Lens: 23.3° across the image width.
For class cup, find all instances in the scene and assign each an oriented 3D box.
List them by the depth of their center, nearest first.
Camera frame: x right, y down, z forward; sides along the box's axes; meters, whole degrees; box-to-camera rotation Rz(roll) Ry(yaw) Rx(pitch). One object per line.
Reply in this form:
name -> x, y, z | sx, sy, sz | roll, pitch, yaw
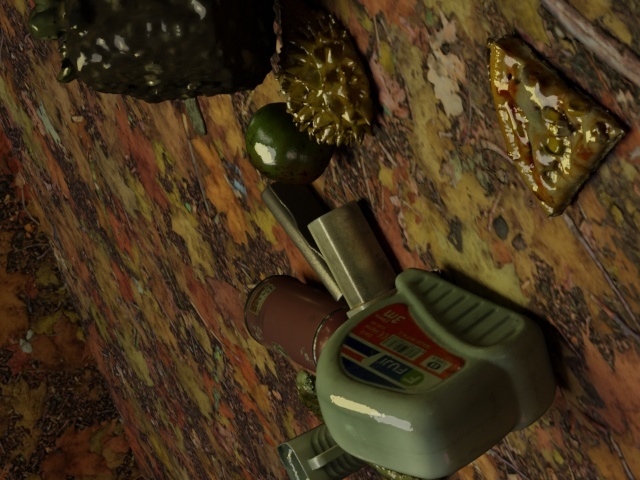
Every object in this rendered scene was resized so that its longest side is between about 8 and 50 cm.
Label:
cup -> 0.013, 0.318, 2.326 | 0.095, 0.129, 0.128 | 60, 161, 5

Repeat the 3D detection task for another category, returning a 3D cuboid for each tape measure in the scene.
tape measure -> 0.119, 0.150, 1.701 | 0.243, 0.246, 0.125 | 23, 141, 52

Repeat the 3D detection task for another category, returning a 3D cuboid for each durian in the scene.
durian -> -0.016, -0.206, 1.788 | 0.224, 0.078, 0.140 | 64, 162, 3

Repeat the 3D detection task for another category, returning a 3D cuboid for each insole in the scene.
insole -> -0.205, -0.242, 2.334 | 0.065, 0.006, 0.193 | 34, 146, 53

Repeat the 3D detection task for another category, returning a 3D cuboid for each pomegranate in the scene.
pomegranate -> -0.032, -0.136, 1.902 | 0.114, 0.114, 0.142 | 44, 125, 43

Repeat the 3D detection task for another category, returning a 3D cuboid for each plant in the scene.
plant -> -0.217, -0.271, 1.790 | 0.213, 0.312, 0.215 | 14, -99, -70

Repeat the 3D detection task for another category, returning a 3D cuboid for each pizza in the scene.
pizza -> 0.217, -0.091, 1.411 | 0.176, 0.036, 0.184 | 31, 144, 56

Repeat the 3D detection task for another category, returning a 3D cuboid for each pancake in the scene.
pancake -> 0.065, 0.270, 2.148 | 0.253, 0.037, 0.253 | 38, 165, 12

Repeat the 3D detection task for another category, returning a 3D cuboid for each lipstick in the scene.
lipstick -> 0.072, 0.075, 1.937 | 0.253, 0.077, 0.079 | 64, 161, 1

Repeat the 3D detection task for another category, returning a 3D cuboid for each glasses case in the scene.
glasses case -> -0.001, -0.001, 2.037 | 0.190, 0.072, 0.042 | 53, 130, 25

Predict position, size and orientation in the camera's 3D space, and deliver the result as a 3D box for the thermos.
thermos -> 0.014, 0.141, 2.122 | 0.330, 0.109, 0.136 | 20, 133, 63
